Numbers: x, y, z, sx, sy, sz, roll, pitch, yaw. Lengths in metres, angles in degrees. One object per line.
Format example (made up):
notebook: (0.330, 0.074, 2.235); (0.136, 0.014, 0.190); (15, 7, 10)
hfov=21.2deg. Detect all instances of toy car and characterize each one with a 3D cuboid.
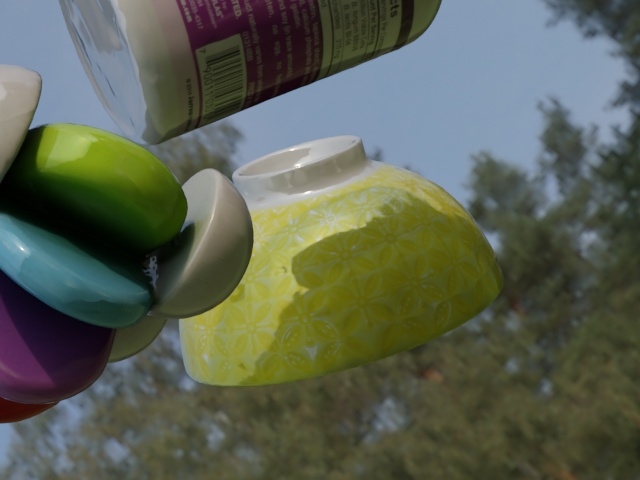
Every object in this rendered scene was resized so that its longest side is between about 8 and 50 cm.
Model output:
toy car: (-0.134, 0.016, 0.801); (0.182, 0.159, 0.136); (-30, 36, 51)

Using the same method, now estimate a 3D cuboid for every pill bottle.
pill bottle: (-0.021, -0.194, 1.198); (0.301, 0.169, 0.169); (-24, -37, -18)

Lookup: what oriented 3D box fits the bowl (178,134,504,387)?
bowl: (0.000, 0.000, 1.472); (0.289, 0.289, 0.156); (-25, -76, -33)
